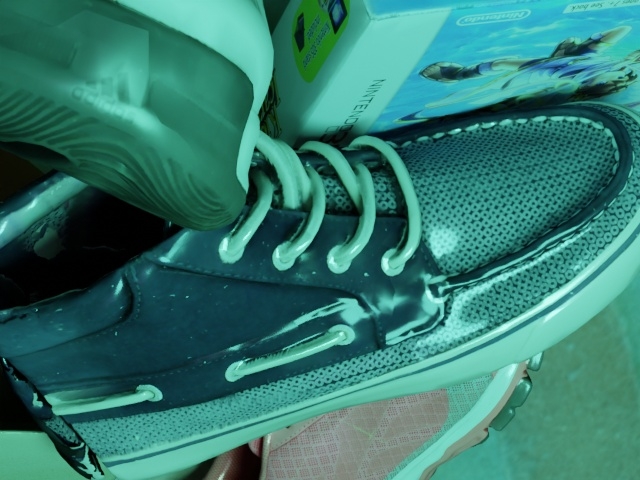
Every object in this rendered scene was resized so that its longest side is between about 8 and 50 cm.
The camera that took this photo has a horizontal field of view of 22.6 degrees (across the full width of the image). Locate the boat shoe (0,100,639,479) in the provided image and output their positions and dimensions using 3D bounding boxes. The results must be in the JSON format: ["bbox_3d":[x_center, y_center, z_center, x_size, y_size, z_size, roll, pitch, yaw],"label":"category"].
[{"bbox_3d":[0.000,0.000,0.747,0.340,0.127,0.158,-26,145,3],"label":"boat shoe"}]

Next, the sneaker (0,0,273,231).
[{"bbox_3d":[-0.082,-0.176,0.561,0.169,0.447,0.257,24,99,-22],"label":"sneaker"}]

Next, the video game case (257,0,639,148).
[{"bbox_3d":[0.108,-0.097,0.819,0.269,0.061,0.244,-9,165,-18],"label":"video game case"}]

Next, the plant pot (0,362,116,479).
[{"bbox_3d":[-0.167,0.097,0.889,0.109,0.109,0.096,6,131,-26],"label":"plant pot"}]

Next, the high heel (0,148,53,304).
[{"bbox_3d":[-0.285,-0.012,0.801,0.181,0.127,0.377,-22,147,39],"label":"high heel"}]

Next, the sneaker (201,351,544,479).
[{"bbox_3d":[0.020,0.093,0.953,0.136,0.116,0.314,20,110,-29],"label":"sneaker"}]
